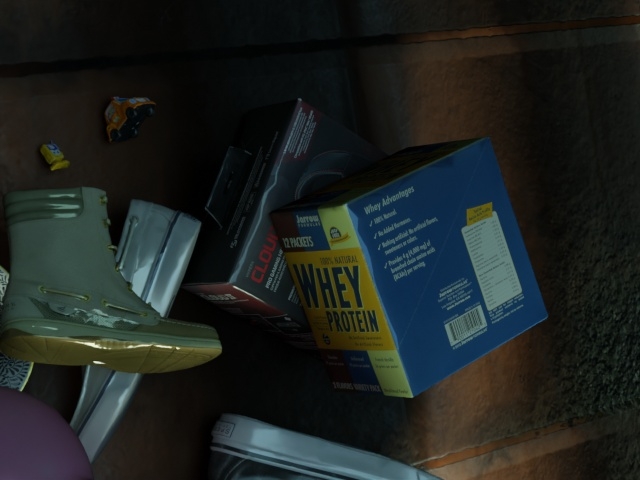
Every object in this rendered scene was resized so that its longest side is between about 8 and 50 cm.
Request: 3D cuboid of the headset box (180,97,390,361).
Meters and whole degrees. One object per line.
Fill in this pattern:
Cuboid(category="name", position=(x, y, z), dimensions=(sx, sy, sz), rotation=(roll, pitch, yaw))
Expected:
Cuboid(category="headset box", position=(0.000, 0.000, 1.553), dimensions=(0.293, 0.110, 0.218), rotation=(31, 70, -29))

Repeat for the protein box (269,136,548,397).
Cuboid(category="protein box", position=(0.091, 0.025, 1.463), dimensions=(0.200, 0.136, 0.201), rotation=(-26, 102, -32))

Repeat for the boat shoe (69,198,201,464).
Cuboid(category="boat shoe", position=(-0.204, 0.086, 1.421), dimensions=(0.088, 0.096, 0.267), rotation=(22, 84, -1))

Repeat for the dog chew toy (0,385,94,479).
Cuboid(category="dog chew toy", position=(-0.226, 0.268, 1.178), dimensions=(0.332, 0.206, 0.206), rotation=(36, 58, 19))

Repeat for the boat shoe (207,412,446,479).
Cuboid(category="boat shoe", position=(0.022, 0.281, 1.555), dimensions=(0.335, 0.121, 0.119), rotation=(19, 83, -21))

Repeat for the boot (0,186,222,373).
Cuboid(category="boot", position=(-0.194, 0.036, 1.347), dimensions=(0.213, 0.077, 0.165), rotation=(8, 60, -28))

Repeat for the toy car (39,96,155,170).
Cuboid(category="toy car", position=(-0.225, -0.117, 1.445), dimensions=(0.122, 0.060, 0.040), rotation=(-25, 68, -40))

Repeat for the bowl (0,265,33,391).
Cuboid(category="bowl", position=(-0.354, 0.092, 1.319), dimensions=(0.170, 0.080, 0.170), rotation=(3, 85, -34))
